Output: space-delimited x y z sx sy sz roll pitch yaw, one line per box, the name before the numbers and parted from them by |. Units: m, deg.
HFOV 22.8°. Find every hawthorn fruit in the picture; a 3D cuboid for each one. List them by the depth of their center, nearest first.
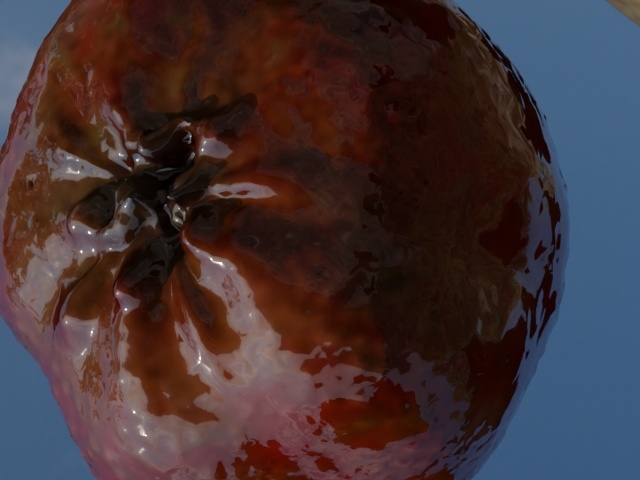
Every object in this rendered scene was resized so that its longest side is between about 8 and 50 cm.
hawthorn fruit | 0.000 0.000 0.787 0.287 0.287 0.330 34 -171 27

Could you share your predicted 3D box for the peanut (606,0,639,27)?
peanut | 0.263 -0.197 1.106 0.129 0.129 0.224 -25 -123 -39
